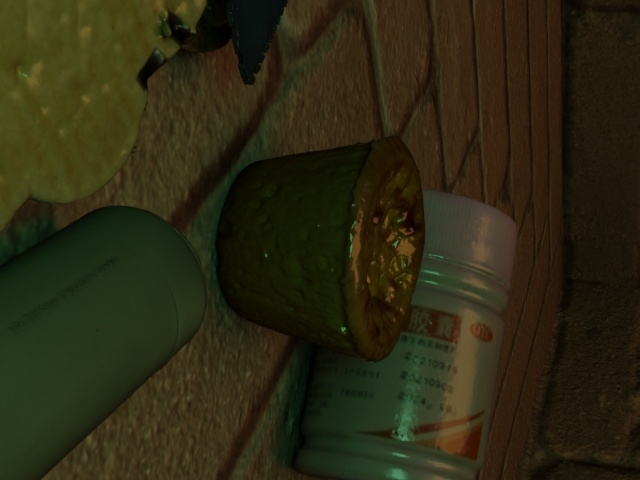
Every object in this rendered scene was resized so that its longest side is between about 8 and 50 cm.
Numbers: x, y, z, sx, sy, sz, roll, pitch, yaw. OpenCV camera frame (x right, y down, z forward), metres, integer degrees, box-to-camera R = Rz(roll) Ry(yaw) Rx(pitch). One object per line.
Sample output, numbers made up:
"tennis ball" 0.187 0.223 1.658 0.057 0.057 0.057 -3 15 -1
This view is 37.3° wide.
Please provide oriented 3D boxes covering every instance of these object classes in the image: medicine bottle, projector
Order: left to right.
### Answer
"projector" -0.178 0.085 0.463 0.337 0.108 0.108 -45 136 -59
"medicine bottle" 0.098 0.119 1.048 0.202 0.202 0.315 47 51 -63

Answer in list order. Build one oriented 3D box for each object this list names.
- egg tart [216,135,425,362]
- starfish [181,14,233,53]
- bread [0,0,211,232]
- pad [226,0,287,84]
"egg tart" 0.000 0.000 0.843 0.202 0.147 0.202 7 90 -70
"starfish" -0.114 -0.204 0.644 0.247 0.050 0.138 -15 109 -75
"bread" -0.164 -0.137 0.442 0.316 0.054 0.316 -35 135 -45
"pad" -0.055 -0.293 0.739 0.269 0.012 0.269 -77 162 -56
